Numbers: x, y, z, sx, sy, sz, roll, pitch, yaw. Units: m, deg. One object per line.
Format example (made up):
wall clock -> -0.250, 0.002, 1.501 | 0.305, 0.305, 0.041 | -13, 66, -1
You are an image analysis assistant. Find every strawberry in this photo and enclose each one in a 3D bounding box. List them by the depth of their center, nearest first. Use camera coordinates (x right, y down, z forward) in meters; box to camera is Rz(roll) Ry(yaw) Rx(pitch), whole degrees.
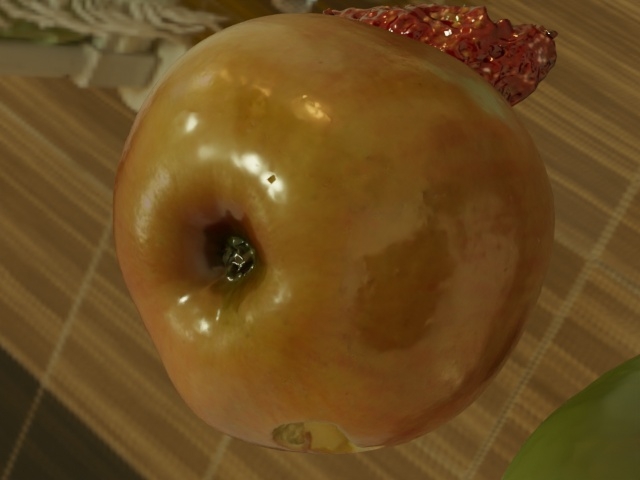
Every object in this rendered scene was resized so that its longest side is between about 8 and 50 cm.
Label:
strawberry -> 0.055, -0.109, 1.045 | 0.228, 0.098, 0.174 | -6, 57, 28

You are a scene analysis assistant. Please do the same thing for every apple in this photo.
apple -> 0.000, 0.000, 0.756 | 0.242, 0.241, 0.242 | 1, 92, 28

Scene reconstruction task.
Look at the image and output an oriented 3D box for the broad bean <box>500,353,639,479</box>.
broad bean -> 0.206, 0.114, 0.550 | 0.291, 0.238, 0.119 | -17, 126, 3
